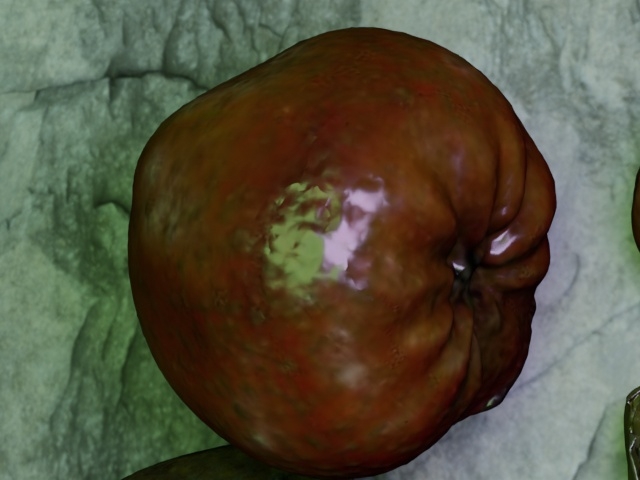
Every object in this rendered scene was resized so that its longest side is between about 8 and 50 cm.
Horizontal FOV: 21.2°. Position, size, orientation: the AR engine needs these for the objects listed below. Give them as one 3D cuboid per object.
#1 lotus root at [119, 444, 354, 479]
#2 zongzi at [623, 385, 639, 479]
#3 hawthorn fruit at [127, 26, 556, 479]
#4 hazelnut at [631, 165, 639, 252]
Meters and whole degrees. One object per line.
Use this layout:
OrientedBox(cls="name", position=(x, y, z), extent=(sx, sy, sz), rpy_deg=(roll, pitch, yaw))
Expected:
OrientedBox(cls="lotus root", position=(-0.099, 0.272, 1.602), extent=(0.275, 0.152, 0.160), rpy_deg=(-15, 64, 12))
OrientedBox(cls="zongzi", position=(0.288, 0.265, 1.506), extent=(0.274, 0.125, 0.250), rpy_deg=(-34, 65, 22))
OrientedBox(cls="hawthorn fruit", position=(0.000, 0.000, 1.533), extent=(0.403, 0.403, 0.402), rpy_deg=(-4, 76, 17))
OrientedBox(cls="hazelnut", position=(0.375, -0.045, 1.503), extent=(0.214, 0.176, 0.214), rpy_deg=(-46, 31, 37))
